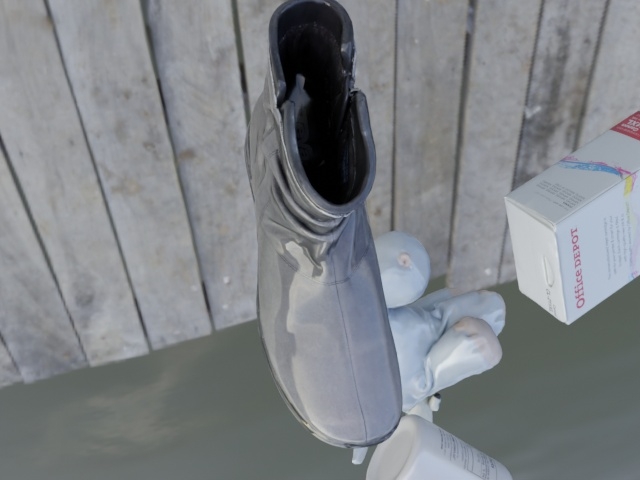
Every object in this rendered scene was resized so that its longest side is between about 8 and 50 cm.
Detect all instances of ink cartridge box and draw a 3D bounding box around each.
[{"bbox_3d":[0.269,-0.023,0.823,0.175,0.072,0.127,-31,129,-15],"label":"ink cartridge box"}]

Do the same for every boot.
[{"bbox_3d":[0.000,0.000,0.690,0.118,0.338,0.223,-15,169,-11],"label":"boot"}]

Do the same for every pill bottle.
[{"bbox_3d":[0.188,0.345,1.174,0.229,0.131,0.131,32,119,-12],"label":"pill bottle"}]

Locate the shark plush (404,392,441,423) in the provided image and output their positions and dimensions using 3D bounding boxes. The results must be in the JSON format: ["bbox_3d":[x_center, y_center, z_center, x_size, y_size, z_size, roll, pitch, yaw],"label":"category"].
[{"bbox_3d":[0.177,0.311,1.513,0.073,0.067,0.161,-16,108,-4],"label":"shark plush"}]

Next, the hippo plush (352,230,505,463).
[{"bbox_3d":[0.095,0.107,1.249,0.294,0.234,0.236,-37,103,11],"label":"hippo plush"}]
